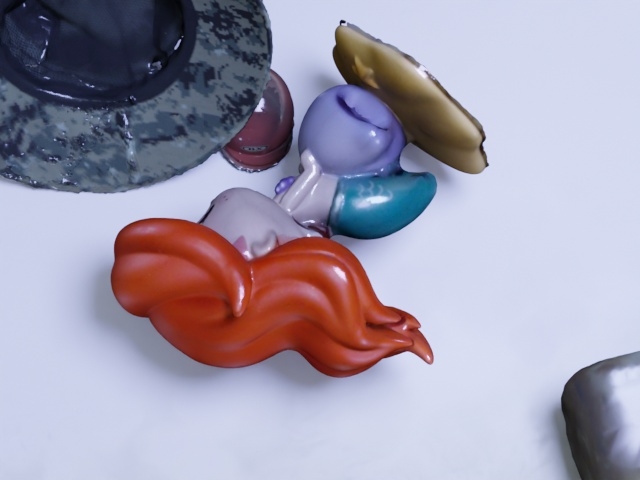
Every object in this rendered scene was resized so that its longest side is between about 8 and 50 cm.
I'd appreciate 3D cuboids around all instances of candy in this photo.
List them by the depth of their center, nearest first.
[{"bbox_3d":[0.293,0.121,1.219,0.234,0.102,0.104,-14,78,-5],"label":"candy"}]

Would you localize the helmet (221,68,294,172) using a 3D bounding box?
[{"bbox_3d":[-0.051,-0.098,1.274,0.065,0.049,0.084,-7,78,-6],"label":"helmet"}]

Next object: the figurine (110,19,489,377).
[{"bbox_3d":[-0.003,-0.003,1.197,0.257,0.181,0.208,-50,118,-5],"label":"figurine"}]

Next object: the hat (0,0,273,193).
[{"bbox_3d":[-0.166,-0.167,1.234,0.265,0.265,0.128,0,46,-3],"label":"hat"}]
